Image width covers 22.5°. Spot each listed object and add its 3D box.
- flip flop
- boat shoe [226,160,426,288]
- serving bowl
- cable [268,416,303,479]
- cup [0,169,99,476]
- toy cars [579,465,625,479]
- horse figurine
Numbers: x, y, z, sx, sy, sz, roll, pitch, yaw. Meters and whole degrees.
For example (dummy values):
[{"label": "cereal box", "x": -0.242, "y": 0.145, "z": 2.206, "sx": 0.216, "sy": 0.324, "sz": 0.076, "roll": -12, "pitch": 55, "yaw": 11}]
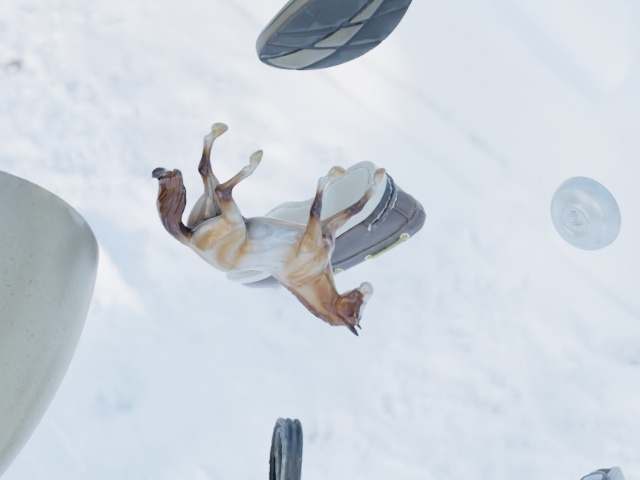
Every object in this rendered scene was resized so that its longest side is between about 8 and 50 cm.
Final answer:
[{"label": "flip flop", "x": 0.036, "y": -0.256, "z": 1.396, "sx": 0.112, "sy": 0.277, "sz": 0.080, "roll": 6, "pitch": 41, "yaw": -38}, {"label": "boat shoe", "x": 0.000, "y": 0.000, "z": 2.022, "sx": 0.324, "sy": 0.097, "sz": 0.116, "roll": -29, "pitch": 38, "yaw": 47}, {"label": "serving bowl", "x": 0.275, "y": -0.025, "z": 1.698, "sx": 0.083, "sy": 0.083, "sz": 0.027, "roll": 20, "pitch": 35, "yaw": 35}, {"label": "cable", "x": -0.058, "y": 0.336, "z": 1.711, "sx": 0.072, "sy": 0.287, "sz": 0.139, "roll": 1, "pitch": 16, "yaw": -6}, {"label": "cup", "x": -0.377, "y": 0.108, "z": 1.510, "sx": 0.331, "sy": 0.331, "sz": 0.237, "roll": -6, "pitch": 60, "yaw": 6}, {"label": "toy cars", "x": 0.248, "y": 0.415, "z": 1.678, "sx": 0.087, "sy": 0.176, "sz": 0.393, "roll": -9, "pitch": 59, "yaw": 37}, {"label": "horse figurine", "x": -0.054, "y": -0.015, "z": 1.604, "sx": 0.263, "sy": 0.174, "sz": 0.066, "roll": 14, "pitch": 29, "yaw": -16}]
